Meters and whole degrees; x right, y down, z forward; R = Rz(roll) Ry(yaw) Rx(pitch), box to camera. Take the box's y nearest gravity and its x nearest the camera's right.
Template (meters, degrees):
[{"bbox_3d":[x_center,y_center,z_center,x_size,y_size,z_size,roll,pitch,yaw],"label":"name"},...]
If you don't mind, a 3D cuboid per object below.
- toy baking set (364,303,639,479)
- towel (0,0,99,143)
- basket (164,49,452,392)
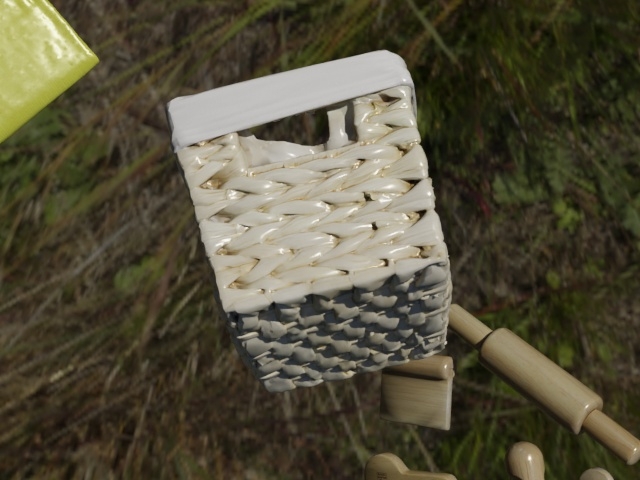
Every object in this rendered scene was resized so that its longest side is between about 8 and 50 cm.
[{"bbox_3d":[0.128,0.167,0.855,0.256,0.030,0.197,33,117,34],"label":"toy baking set"},{"bbox_3d":[-0.263,-0.077,0.826,0.237,0.021,0.102,-42,99,-12],"label":"towel"},{"bbox_3d":[0.000,0.000,0.622,0.113,0.103,0.167,-13,159,0],"label":"basket"}]
